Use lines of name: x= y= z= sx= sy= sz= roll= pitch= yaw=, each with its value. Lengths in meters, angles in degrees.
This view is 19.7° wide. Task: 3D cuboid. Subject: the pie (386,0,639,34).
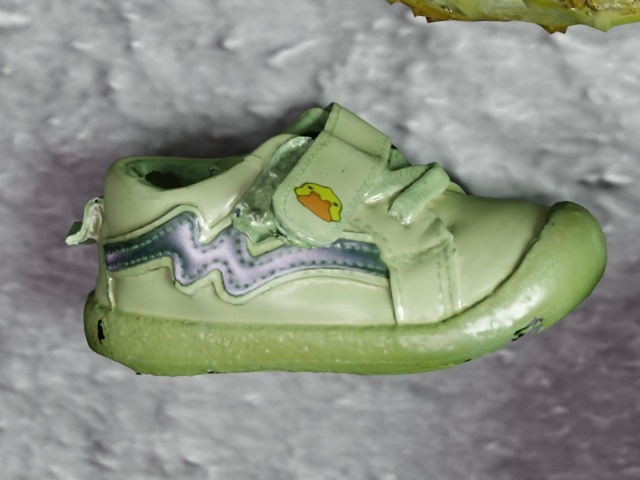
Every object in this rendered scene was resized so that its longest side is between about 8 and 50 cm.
pie: x=0.116 y=-0.235 z=0.769 sx=0.288 sy=0.103 sz=0.354 roll=45 pitch=118 yaw=-4

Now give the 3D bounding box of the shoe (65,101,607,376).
shoe: x=0.001 y=0.007 z=0.886 sx=0.262 sy=0.140 sz=0.128 roll=-8 pitch=116 yaw=17
